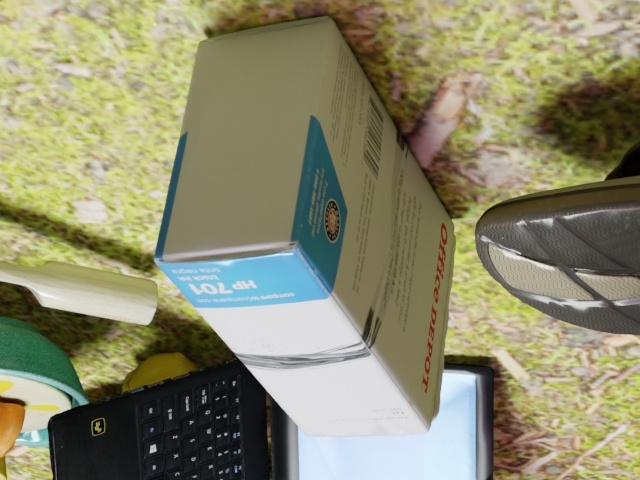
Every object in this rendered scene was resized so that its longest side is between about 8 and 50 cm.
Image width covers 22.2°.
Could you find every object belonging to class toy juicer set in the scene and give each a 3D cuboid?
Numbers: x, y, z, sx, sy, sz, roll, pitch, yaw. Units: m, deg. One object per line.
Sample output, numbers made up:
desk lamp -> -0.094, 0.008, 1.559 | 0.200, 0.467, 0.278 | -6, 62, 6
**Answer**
toy juicer set -> -0.183, 0.103, 1.089 | 0.209, 0.089, 0.329 | 2, 152, -4

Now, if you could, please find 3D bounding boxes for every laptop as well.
laptop -> -0.027, 0.205, 1.079 | 0.264, 0.234, 0.136 | -15, -159, -36

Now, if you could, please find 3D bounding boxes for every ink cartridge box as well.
ink cartridge box -> 0.000, 0.000, 0.851 | 0.082, 0.139, 0.190 | -6, 145, 21

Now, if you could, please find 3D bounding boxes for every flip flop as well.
flip flop -> 0.213, -0.031, 0.815 | 0.277, 0.080, 0.112 | -21, 134, 17

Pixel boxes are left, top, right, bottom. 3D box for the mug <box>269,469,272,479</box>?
mug -> -0.025, 0.234, 1.256 | 0.158, 0.097, 0.129 | -3, 153, 37
